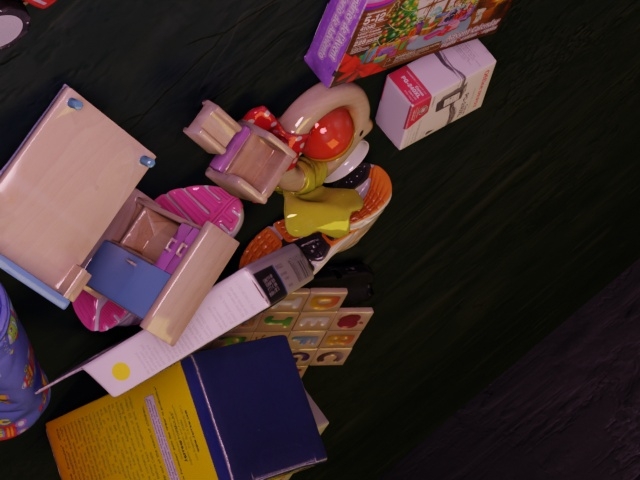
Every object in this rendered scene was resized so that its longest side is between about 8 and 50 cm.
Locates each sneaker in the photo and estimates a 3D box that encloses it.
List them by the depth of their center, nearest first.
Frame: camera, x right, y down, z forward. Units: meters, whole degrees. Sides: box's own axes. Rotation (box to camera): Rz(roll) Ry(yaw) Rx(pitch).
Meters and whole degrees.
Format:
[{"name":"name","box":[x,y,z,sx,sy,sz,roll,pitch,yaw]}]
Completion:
[{"name":"sneaker","box":[-0.196,0.021,1.723,0.252,0.103,0.111,-36,164,12]},{"name":"sneaker","box":[0.000,0.000,1.987,0.262,0.099,0.121,-35,163,-4]}]

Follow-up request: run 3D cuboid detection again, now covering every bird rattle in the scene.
[{"name":"bird rattle","box":[-0.026,-0.124,1.715,0.207,0.143,0.253,-48,146,-5]}]

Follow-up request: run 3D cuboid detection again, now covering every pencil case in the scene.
[{"name":"pencil case","box":[-0.403,0.137,1.588,0.133,0.119,0.306,4,154,0]}]

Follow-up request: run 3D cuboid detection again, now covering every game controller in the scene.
[{"name":"game controller","box":[-0.029,0.116,2.195,0.319,0.067,0.166,-4,133,-55]}]

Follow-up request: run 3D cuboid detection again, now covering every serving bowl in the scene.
[{"name":"serving bowl","box":[0.026,-0.118,1.874,0.083,0.027,0.083,-32,158,-15]}]

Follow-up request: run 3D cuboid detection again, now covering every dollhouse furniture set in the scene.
[{"name":"dollhouse furniture set","box":[-0.248,-0.077,1.474,0.303,0.198,0.286,38,81,-38]}]

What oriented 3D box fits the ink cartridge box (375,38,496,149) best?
[{"name":"ink cartridge box","box":[0.158,-0.205,1.857,0.150,0.063,0.109,-29,157,-21]}]

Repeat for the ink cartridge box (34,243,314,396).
[{"name":"ink cartridge box","box":[-0.174,0.115,1.731,0.307,0.072,0.303,-32,180,11]}]

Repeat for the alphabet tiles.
[{"name":"alphabet tiles","box":[-0.105,0.148,2.022,0.342,0.011,0.285,0,147,-18]}]

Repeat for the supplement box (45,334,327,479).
[{"name":"supplement box","box":[-0.199,0.291,1.959,0.356,0.195,0.194,-27,168,40]}]

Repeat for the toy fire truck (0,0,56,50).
[{"name":"toy fire truck","box":[-0.239,-0.284,0.984,0.246,0.158,0.217,-34,161,18]}]

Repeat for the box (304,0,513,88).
[{"name":"box","box":[0.133,-0.303,1.624,0.293,0.057,0.201,-23,154,-34]}]

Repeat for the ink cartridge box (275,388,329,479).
[{"name":"ink cartridge box","box":[-0.166,0.393,2.472,0.307,0.129,0.223,-19,151,-41]}]
